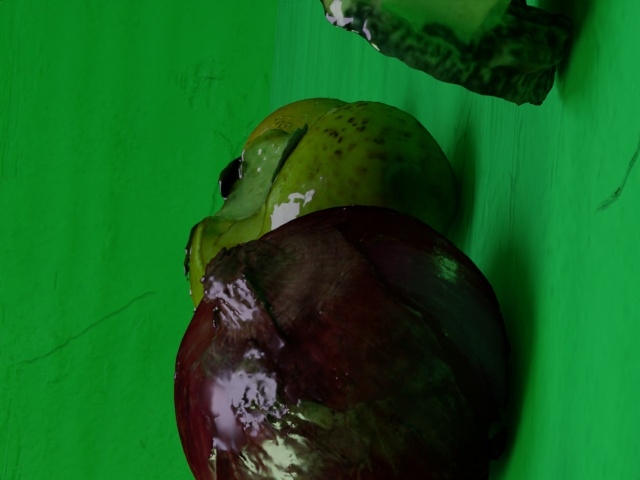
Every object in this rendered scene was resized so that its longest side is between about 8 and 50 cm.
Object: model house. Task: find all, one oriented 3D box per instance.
[{"bbox_3d":[0.114,-0.220,1.227,0.189,0.195,0.214,-60,17,24],"label":"model house"}]

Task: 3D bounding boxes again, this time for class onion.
[{"bbox_3d":[0.013,0.099,1.362,0.276,0.276,0.276,-175,90,-83],"label":"onion"}]

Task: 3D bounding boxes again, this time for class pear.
[{"bbox_3d":[0.000,0.000,1.613,0.238,0.164,0.255,-64,17,-19],"label":"pear"}]

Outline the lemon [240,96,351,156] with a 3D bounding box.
[{"bbox_3d":[0.002,-0.064,1.892,0.206,0.174,0.173,49,-135,-82],"label":"lemon"}]
